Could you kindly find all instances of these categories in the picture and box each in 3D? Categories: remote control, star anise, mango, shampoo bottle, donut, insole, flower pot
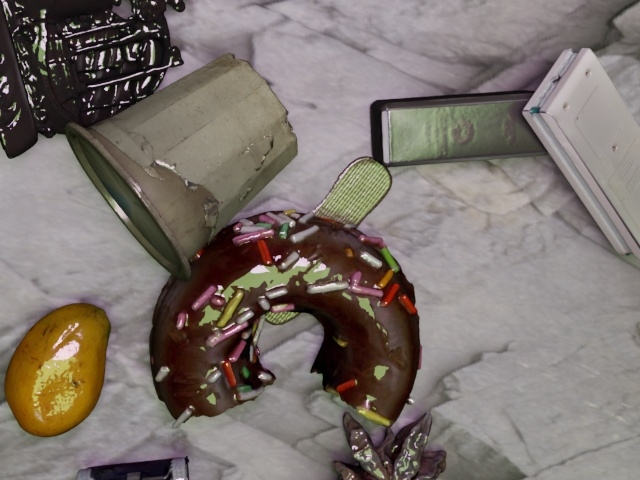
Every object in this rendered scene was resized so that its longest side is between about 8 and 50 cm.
[{"bbox_3d":[0.351,-0.101,1.060,0.277,0.055,0.103,45,72,-31],"label":"remote control"},{"bbox_3d":[0.072,0.329,1.133,0.231,0.089,0.209,-36,98,-13],"label":"star anise"},{"bbox_3d":[-0.318,0.155,1.030,0.115,0.089,0.165,8,98,-13],"label":"mango"},{"bbox_3d":[0.188,-0.140,1.056,0.246,0.079,0.080,-6,104,-9],"label":"shampoo bottle"},{"bbox_3d":[-0.030,0.096,1.040,0.345,0.136,0.259,5,105,-11],"label":"donut"},{"bbox_3d":[0.000,0.000,1.093,0.086,0.005,0.253,35,94,-15],"label":"insole"},{"bbox_3d":[-0.137,-0.091,0.949,0.202,0.212,0.212,-36,106,-15],"label":"flower pot"}]

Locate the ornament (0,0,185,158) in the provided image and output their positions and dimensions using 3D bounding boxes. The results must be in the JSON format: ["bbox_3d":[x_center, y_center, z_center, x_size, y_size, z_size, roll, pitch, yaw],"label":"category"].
[{"bbox_3d":[-0.259,-0.230,0.960,0.260,0.106,0.251,-14,111,-16],"label":"ornament"}]

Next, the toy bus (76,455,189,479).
[{"bbox_3d":[-0.213,0.375,0.971,0.143,0.329,0.153,-4,105,-10],"label":"toy bus"}]
